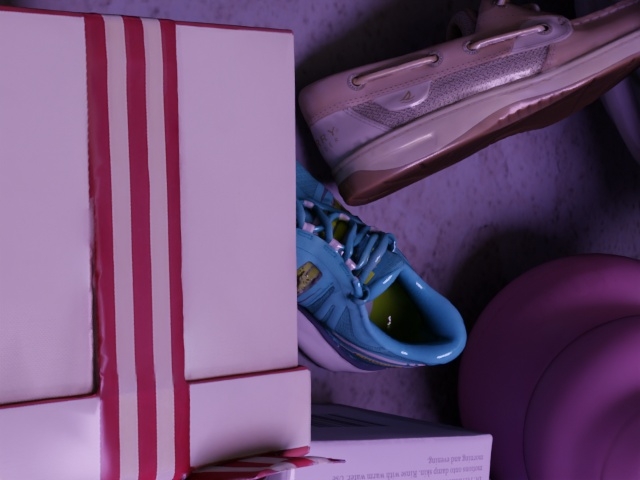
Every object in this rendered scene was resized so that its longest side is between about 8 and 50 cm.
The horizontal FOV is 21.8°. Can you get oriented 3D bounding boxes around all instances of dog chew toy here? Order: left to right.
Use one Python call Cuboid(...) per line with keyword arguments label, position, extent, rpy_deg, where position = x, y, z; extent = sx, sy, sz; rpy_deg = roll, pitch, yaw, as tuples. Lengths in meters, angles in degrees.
Cuboid(label="dog chew toy", position=(0.223, 0.133, 1.170), extent=(0.206, 0.332, 0.207), rpy_deg=(-3, 105, -12))

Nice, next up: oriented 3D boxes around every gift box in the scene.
Cuboid(label="gift box", position=(-0.140, 0.020, 0.856), extent=(0.276, 0.255, 0.258), rpy_deg=(-1, 92, -42))

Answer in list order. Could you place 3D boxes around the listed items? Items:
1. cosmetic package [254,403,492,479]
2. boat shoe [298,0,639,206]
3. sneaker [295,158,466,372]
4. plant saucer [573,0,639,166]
Cuboid(label="cosmetic package", position=(-0.015, 0.296, 1.072), extent=(0.197, 0.155, 0.366), rpy_deg=(6, 90, -45))
Cuboid(label="boat shoe", position=(0.129, -0.126, 1.172), extent=(0.302, 0.109, 0.098), rpy_deg=(-25, 82, -16))
Cuboid(label="sneaker", position=(0.000, 0.000, 1.095), extent=(0.275, 0.110, 0.107), rpy_deg=(40, 66, -39))
Cuboid(label="plant saucer", position=(0.314, -0.224, 1.401), extent=(0.400, 0.100, 0.401), rpy_deg=(-5, 96, -46))
